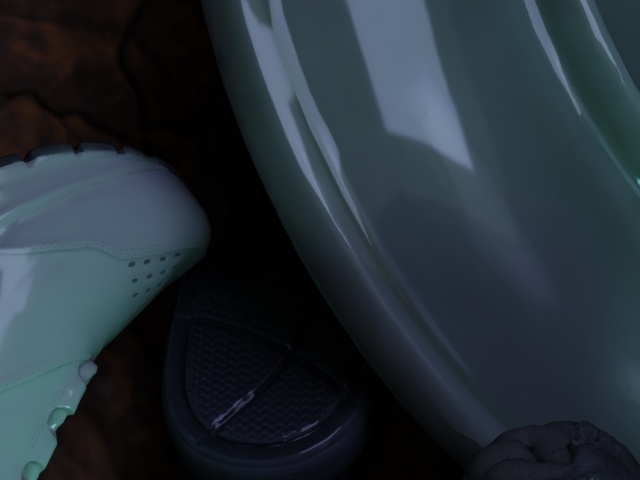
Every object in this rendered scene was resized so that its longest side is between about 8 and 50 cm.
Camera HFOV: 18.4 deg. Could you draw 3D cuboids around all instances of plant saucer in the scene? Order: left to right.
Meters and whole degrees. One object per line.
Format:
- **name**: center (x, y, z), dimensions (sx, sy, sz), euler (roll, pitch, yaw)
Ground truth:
- **plant saucer**: center (0.116, -0.075, 0.804), dimensions (0.400, 0.100, 0.401), euler (31, 45, -37)

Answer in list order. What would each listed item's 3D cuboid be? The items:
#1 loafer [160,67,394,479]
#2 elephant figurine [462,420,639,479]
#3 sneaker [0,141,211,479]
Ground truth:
- **loafer**: center (0.000, 0.000, 0.813), dimensions (0.109, 0.095, 0.303), euler (5, 46, 11)
- **elephant figurine**: center (0.012, 0.161, 0.670), dimensions (0.186, 0.239, 0.169), euler (59, 31, -16)
- **sneaker**: center (-0.140, 0.075, 0.662), dimensions (0.129, 0.111, 0.297), euler (45, 58, 11)
